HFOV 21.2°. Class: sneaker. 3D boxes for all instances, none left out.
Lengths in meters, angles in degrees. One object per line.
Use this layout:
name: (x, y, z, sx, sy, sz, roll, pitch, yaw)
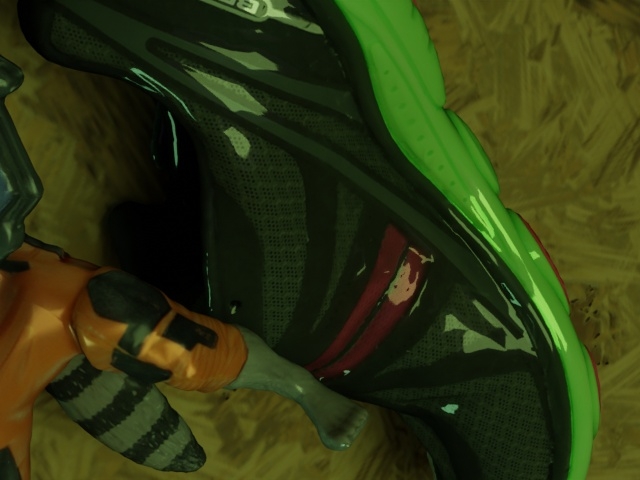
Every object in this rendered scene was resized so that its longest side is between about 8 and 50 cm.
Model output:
sneaker: (0.000, 0.000, 0.934, 0.202, 0.185, 0.483, -33, 120, -1)

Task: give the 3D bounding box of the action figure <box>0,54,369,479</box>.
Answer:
action figure: (-0.197, 0.059, 0.792, 0.341, 0.178, 0.330, -39, 107, 17)
